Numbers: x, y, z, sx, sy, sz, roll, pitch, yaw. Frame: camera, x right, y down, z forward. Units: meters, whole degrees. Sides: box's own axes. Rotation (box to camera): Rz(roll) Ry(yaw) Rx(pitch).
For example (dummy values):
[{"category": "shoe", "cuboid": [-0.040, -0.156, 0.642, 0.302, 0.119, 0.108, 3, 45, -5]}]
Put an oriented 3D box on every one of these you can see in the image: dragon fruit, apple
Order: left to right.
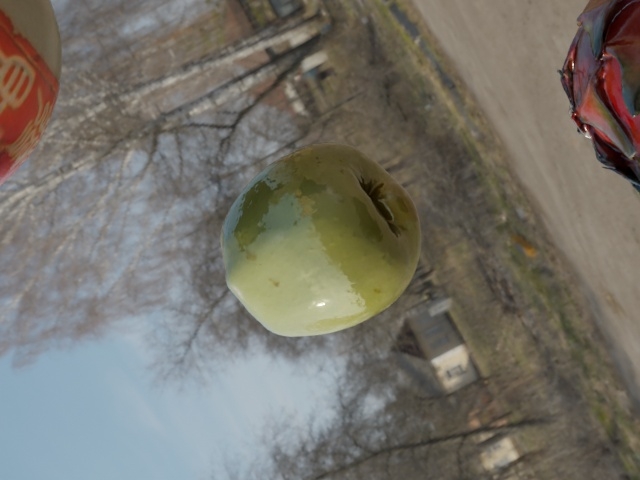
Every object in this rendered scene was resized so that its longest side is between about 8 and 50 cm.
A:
[{"category": "apple", "cuboid": [0.000, 0.000, 0.815, 0.200, 0.200, 0.200, 61, -176, -8]}, {"category": "dragon fruit", "cuboid": [0.299, -0.134, 0.678, 0.192, 0.274, 0.193, 25, 165, -22]}]

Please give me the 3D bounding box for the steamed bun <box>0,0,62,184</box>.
[{"category": "steamed bun", "cuboid": [-0.432, -0.158, 0.865, 0.241, 0.374, 0.374, 48, -179, 13]}]
